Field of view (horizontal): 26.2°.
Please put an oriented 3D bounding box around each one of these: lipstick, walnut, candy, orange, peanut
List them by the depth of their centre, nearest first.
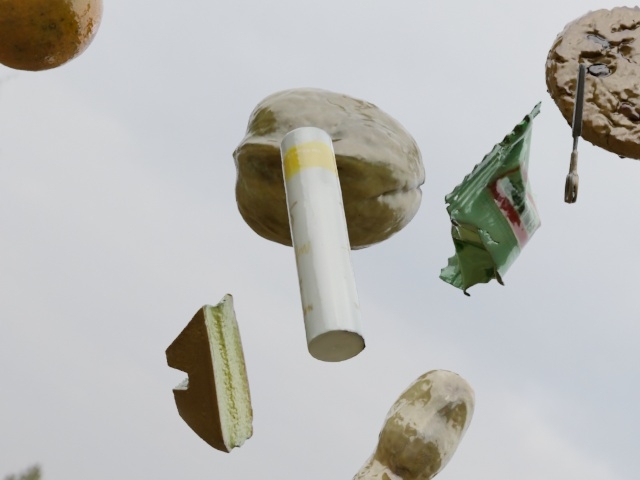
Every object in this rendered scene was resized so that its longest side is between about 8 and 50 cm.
[{"bbox_3d":[0.000,0.000,1.383,0.059,0.264,0.059,-5,-38,-4],"label":"lipstick"},{"bbox_3d":[0.090,0.239,1.485,0.085,0.228,0.104,32,-18,5],"label":"peanut"},{"bbox_3d":[0.012,-0.096,1.937,0.282,0.227,0.283,9,0,0],"label":"walnut"},{"bbox_3d":[-0.440,-0.374,2.074,0.240,0.240,0.171,33,-17,-1],"label":"orange"},{"bbox_3d":[0.320,-0.077,2.555,0.172,0.263,0.398,28,-19,22],"label":"candy"}]

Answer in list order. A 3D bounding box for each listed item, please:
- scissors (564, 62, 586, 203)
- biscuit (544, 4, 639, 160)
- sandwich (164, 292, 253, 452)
[{"bbox_3d":[0.400,-0.167,2.151,0.017,0.220,0.088,5,3,6],"label":"scissors"},{"bbox_3d":[0.513,-0.268,2.281,0.296,0.296,0.075,30,-26,10],"label":"biscuit"},{"bbox_3d":[-0.161,0.187,1.952,0.088,0.090,0.245,8,-64,29],"label":"sandwich"}]
